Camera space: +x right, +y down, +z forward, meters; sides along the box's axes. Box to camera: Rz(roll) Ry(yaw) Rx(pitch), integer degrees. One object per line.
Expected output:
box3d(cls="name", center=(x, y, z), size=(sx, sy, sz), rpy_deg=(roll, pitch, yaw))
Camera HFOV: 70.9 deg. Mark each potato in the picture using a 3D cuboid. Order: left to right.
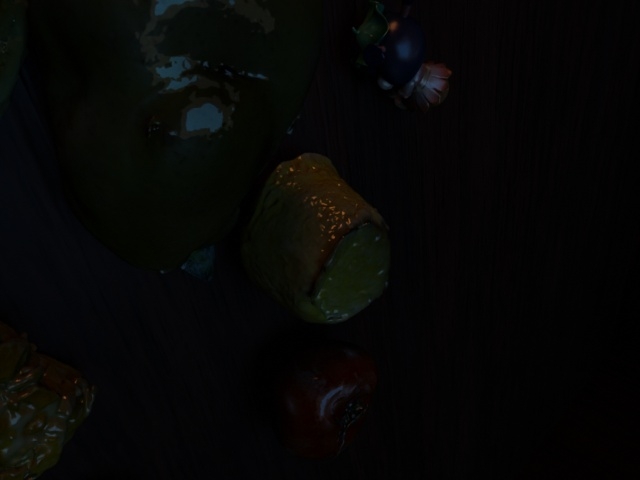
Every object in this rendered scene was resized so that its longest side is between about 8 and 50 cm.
box3d(cls="potato", center=(-0.127, -0.125, 0.404), size=(0.218, 0.202, 0.351), rpy_deg=(-25, 137, -50))

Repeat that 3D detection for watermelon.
box3d(cls="watermelon", center=(-0.158, 0.020, 0.542), size=(0.060, 0.085, 0.085), rpy_deg=(1, 111, -1))

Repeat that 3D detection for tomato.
box3d(cls="tomato", center=(0.000, 0.237, 0.697), size=(0.187, 0.151, 0.187), rpy_deg=(-15, 112, -42))

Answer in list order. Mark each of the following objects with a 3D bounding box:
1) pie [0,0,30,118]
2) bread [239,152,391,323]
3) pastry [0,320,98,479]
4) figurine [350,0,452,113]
box3d(cls="pie", center=(-0.341, -0.216, 0.174), size=(0.395, 0.180, 0.418), rpy_deg=(-23, 127, -37))
box3d(cls="bread", center=(-0.004, 0.000, 0.584), size=(0.197, 0.170, 0.197), rpy_deg=(-29, 137, -30))
box3d(cls="pastry", center=(-0.323, 0.125, 0.379), size=(0.154, 0.102, 0.250), rpy_deg=(-48, 135, -22))
box3d(cls="figurine", center=(0.119, -0.259, 0.639), size=(0.195, 0.102, 0.112), rpy_deg=(18, 91, -45))
